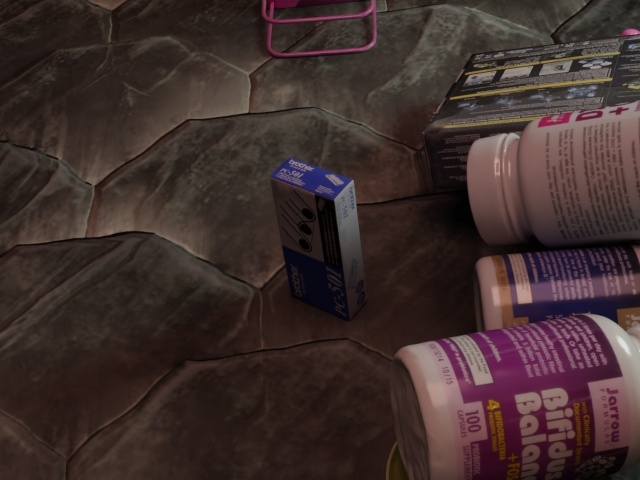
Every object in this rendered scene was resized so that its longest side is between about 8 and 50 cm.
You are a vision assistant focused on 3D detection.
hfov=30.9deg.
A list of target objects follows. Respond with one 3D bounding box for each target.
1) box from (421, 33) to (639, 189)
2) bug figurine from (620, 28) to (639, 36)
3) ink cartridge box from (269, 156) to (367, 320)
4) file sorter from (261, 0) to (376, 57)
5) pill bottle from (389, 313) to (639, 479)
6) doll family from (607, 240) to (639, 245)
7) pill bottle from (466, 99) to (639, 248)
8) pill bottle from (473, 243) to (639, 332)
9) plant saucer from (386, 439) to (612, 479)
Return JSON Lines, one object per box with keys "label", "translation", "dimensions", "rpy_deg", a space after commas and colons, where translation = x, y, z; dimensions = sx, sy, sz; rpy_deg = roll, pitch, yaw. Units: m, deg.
{"label": "box", "translation": [0.367, -0.187, 1.570], "dimensions": [0.394, 0.097, 0.318], "rpy_deg": [-3, 25, 22]}
{"label": "bug figurine", "translation": [0.571, -0.281, 1.760], "dimensions": [0.279, 0.072, 0.216], "rpy_deg": [-26, 46, -17]}
{"label": "ink cartridge box", "translation": [0.000, 0.000, 1.449], "dimensions": [0.097, 0.207, 0.046], "rpy_deg": [22, 51, 28]}
{"label": "file sorter", "translation": [-0.009, -0.466, 1.891], "dimensions": [0.202, 0.291, 0.182], "rpy_deg": [-4, 46, 4]}
{"label": "pill bottle", "translation": [0.236, 0.168, 1.202], "dimensions": [0.301, 0.169, 0.169], "rpy_deg": [-10, 43, -9]}
{"label": "doll family", "translation": [0.424, -0.024, 1.507], "dimensions": [0.193, 0.076, 0.111], "rpy_deg": [-33, 25, -33]}
{"label": "pill bottle", "translation": [0.326, -0.075, 1.357], "dimensions": [0.283, 0.160, 0.160], "rpy_deg": [-8, 40, 25]}
{"label": "pill bottle", "translation": [0.318, 0.083, 1.352], "dimensions": [0.264, 0.153, 0.153], "rpy_deg": [-6, 43, 4]}
{"label": "plant saucer", "translation": [0.191, 0.267, 1.245], "dimensions": [0.241, 0.037, 0.241], "rpy_deg": [-1, 37, 1]}
